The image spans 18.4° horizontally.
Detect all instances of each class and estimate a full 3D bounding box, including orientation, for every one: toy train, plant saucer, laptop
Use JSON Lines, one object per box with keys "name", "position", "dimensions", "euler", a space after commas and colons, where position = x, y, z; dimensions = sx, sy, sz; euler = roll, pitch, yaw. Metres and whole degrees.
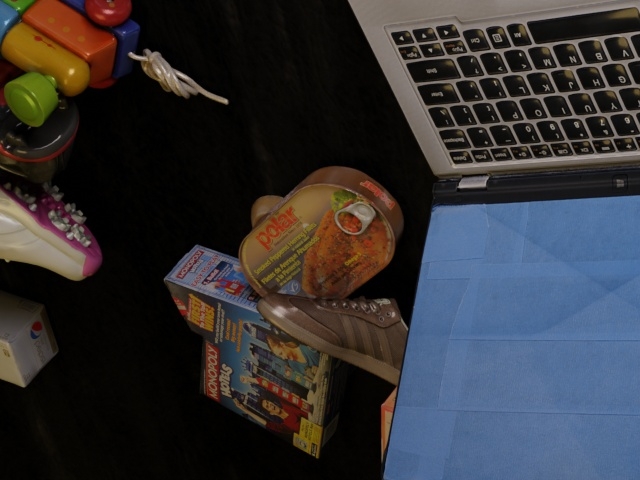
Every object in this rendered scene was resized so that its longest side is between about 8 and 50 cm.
{"name": "toy train", "position": [-0.221, -0.151, 1.763], "dimensions": [0.248, 0.143, 0.105], "euler": [32, 143, 12]}
{"name": "plant saucer", "position": [-0.034, -0.005, 1.853], "dimensions": [0.083, 0.015, 0.083], "euler": [23, 140, 22]}
{"name": "laptop", "position": [0.163, -0.038, 1.465], "dimensions": [0.382, 0.236, 0.408], "euler": [-3, 125, 42]}

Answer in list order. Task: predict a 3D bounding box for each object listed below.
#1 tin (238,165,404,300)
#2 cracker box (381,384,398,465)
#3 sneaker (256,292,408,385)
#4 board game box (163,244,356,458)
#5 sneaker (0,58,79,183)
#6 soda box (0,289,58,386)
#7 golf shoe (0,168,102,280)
{"name": "tin", "position": [0.000, 0.000, 1.793], "dimensions": [0.106, 0.040, 0.190], "euler": [37, 138, -13]}
{"name": "cracker box", "position": [0.120, 0.187, 1.792], "dimensions": [0.067, 0.156, 0.232], "euler": [22, 138, 24]}
{"name": "sneaker", "position": [0.033, 0.076, 1.794], "dimensions": [0.188, 0.071, 0.066], "euler": [26, -178, -20]}
{"name": "board game box", "position": [-0.061, 0.096, 1.940], "dimensions": [0.194, 0.060, 0.194], "euler": [29, 141, 18]}
{"name": "sneaker", "position": [-0.335, -0.152, 1.896], "dimensions": [0.276, 0.097, 0.135], "euler": [42, 162, 18]}
{"name": "soda box", "position": [-0.403, 0.091, 2.227], "dimensions": [0.216, 0.069, 0.074], "euler": [17, 138, 30]}
{"name": "golf shoe", "position": [-0.363, -0.032, 1.967], "dimensions": [0.306, 0.115, 0.140], "euler": [33, 104, -19]}
